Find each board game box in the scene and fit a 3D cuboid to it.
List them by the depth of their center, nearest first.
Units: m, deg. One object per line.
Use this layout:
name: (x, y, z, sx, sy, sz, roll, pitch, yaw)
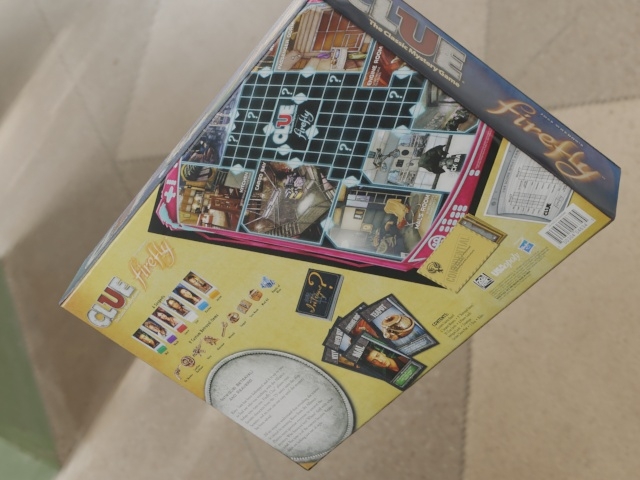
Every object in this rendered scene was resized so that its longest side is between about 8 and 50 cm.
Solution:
board game box: (0.000, 0.000, 0.645, 0.243, 0.165, 0.042, -45, 15, 38)
